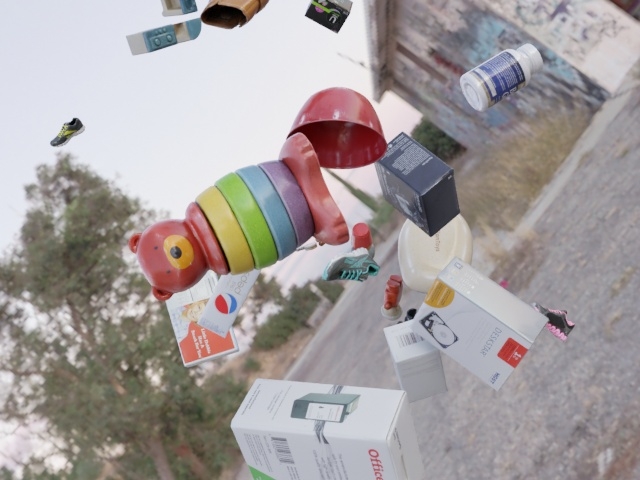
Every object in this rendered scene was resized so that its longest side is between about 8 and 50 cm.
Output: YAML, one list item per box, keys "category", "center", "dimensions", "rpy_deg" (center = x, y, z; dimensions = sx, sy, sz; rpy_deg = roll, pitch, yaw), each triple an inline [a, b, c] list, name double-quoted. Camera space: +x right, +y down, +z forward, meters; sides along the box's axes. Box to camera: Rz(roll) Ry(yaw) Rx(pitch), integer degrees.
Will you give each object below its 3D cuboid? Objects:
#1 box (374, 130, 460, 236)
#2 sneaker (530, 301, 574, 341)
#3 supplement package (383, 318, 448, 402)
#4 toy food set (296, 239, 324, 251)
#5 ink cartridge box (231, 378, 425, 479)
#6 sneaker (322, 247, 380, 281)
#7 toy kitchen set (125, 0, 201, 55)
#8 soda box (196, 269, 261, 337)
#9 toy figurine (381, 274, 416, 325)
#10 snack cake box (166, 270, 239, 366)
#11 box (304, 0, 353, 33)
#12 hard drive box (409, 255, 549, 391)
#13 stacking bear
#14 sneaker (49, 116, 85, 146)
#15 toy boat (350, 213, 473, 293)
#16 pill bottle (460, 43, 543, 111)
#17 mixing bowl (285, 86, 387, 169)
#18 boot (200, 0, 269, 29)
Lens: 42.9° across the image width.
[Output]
- category: "box"
  center: [0.202, -0.117, 1.709]
  dimensions: [0.093, 0.158, 0.156]
  rpy_deg: [-40, -35, -12]
- category: "sneaker"
  center: [0.507, 0.166, 1.772]
  dimensions: [0.057, 0.119, 0.047]
  rpy_deg: [-47, 19, 4]
- category: "supplement package"
  center: [0.221, 0.277, 1.885]
  dimensions: [0.105, 0.105, 0.179]
  rpy_deg: [-18, -45, -1]
- category: "toy food set"
  center: [0.000, 0.000, 2.037]
  dimensions: [0.122, 0.019, 0.078]
  rpy_deg: [-23, 13, -38]
- category: "ink cartridge box"
  center: [0.019, 0.364, 1.421]
  dimensions: [0.121, 0.289, 0.211]
  rpy_deg: [-59, -38, -49]
- category: "sneaker"
  center: [0.075, 0.067, 1.876]
  dimensions: [0.166, 0.076, 0.065]
  rpy_deg: [-20, -38, -43]
- category: "toy kitchen set"
  center: [-0.310, -0.488, 1.602]
  dimensions: [0.122, 0.207, 0.166]
  rpy_deg: [-2, 21, 37]
- category: "soda box"
  center: [-0.176, 0.090, 1.691]
  dimensions: [0.216, 0.069, 0.074]
  rpy_deg: [-60, 3, 19]
- category: "toy figurine"
  center: [0.283, 0.189, 2.200]
  dimensions: [0.210, 0.213, 0.148]
  rpy_deg: [-14, -48, -17]
- category: "snack cake box"
  center: [-0.328, 0.195, 2.203]
  dimensions: [0.152, 0.264, 0.089]
  rpy_deg: [-16, -9, -7]
- category: "box"
  center: [0.018, -0.497, 1.751]
  dimensions: [0.062, 0.083, 0.052]
  rpy_deg: [-54, 16, 42]
- category: "hard drive box"
  center: [0.327, 0.173, 1.704]
  dimensions: [0.089, 0.232, 0.181]
  rpy_deg: [-41, -21, -42]
- category: "stacking bear"
  center: [-0.132, -0.017, 1.201]
  dimensions: [0.289, 0.175, 0.164]
  rpy_deg: [-26, 7, -13]
- category: "sneaker"
  center: [-0.528, -0.226, 1.686]
  dimensions: [0.083, 0.031, 0.035]
  rpy_deg: [-43, -38, -25]
- category: "toy boat"
  center: [0.232, 0.020, 2.105]
  dimensions: [0.148, 0.318, 0.267]
  rpy_deg: [80, -162, -58]
- category: "pill bottle"
  center: [0.405, -0.366, 1.812]
  dimensions: [0.169, 0.094, 0.094]
  rpy_deg: [-31, -8, -6]
- category: "mixing bowl"
  center: [0.031, -0.211, 1.457]
  dimensions: [0.181, 0.182, 0.098]
  rpy_deg: [114, 161, -67]
- category: "boot"
  center: [-0.167, -0.499, 1.619]
  dimensions: [0.283, 0.109, 0.220]
  rpy_deg: [10, 60, 44]
